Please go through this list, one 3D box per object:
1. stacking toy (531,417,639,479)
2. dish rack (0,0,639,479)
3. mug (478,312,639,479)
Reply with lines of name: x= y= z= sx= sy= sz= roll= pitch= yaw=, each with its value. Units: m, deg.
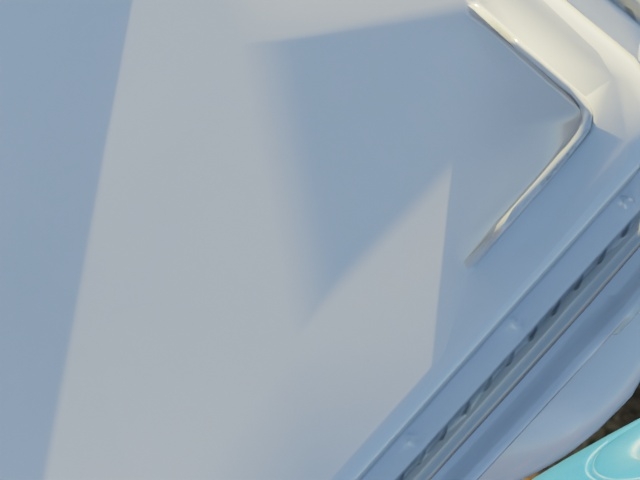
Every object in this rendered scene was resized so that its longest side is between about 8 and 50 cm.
stacking toy: x=0.232 y=0.225 z=0.624 sx=0.165 sy=0.175 sz=0.302 roll=-26 pitch=94 yaw=-6
dish rack: x=-0.072 y=-0.007 z=0.383 sx=0.285 sy=0.072 sz=0.333 roll=41 pitch=101 yaw=5
mug: x=0.000 y=0.000 z=0.559 sx=0.276 sy=0.374 sz=0.328 roll=26 pitch=66 yaw=-33
